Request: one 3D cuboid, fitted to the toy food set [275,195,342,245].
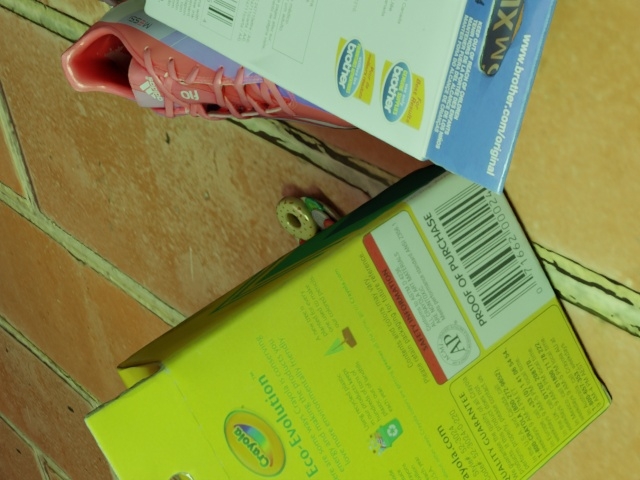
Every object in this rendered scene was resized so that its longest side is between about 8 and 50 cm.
[{"bbox_3d":[0.000,0.000,0.969,0.082,0.020,0.083,9,125,53],"label":"toy food set"}]

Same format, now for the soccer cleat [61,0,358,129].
[{"bbox_3d":[-0.070,-0.124,0.856,0.318,0.116,0.109,20,134,47],"label":"soccer cleat"}]

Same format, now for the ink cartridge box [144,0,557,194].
[{"bbox_3d":[0.022,-0.171,0.674,0.311,0.065,0.186,34,121,39],"label":"ink cartridge box"}]

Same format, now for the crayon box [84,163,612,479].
[{"bbox_3d":[0.018,0.105,0.739,0.081,0.318,0.202,-14,106,59],"label":"crayon box"}]

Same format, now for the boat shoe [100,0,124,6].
[{"bbox_3d":[-0.174,-0.289,0.882,0.088,0.096,0.268,33,141,20],"label":"boat shoe"}]
